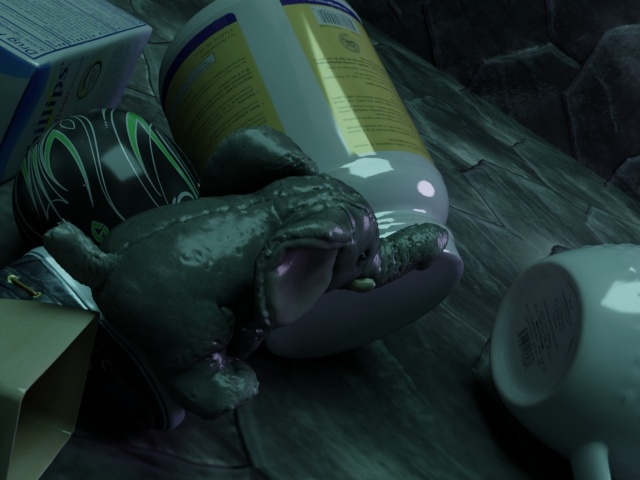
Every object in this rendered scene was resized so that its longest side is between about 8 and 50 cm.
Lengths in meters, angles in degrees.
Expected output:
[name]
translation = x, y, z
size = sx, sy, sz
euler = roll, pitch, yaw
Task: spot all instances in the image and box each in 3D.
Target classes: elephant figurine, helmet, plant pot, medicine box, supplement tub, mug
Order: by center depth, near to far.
[plant pot]
translation = -0.217, 0.097, 0.536
size = 0.096, 0.109, 0.109
euler = 19, 24, 2
[elephant figurine]
translation = -0.034, 0.002, 0.612
size = 0.169, 0.239, 0.186
euler = 54, -1, 3
[helmet]
translation = -0.188, -0.036, 0.737
size = 0.162, 0.169, 0.169
euler = 54, 25, 0
[supplement tub]
translation = -0.014, -0.072, 0.860
size = 0.241, 0.241, 0.331
euler = 6, 53, -45
[medicine box]
translation = -0.372, -0.218, 0.902
size = 0.263, 0.149, 0.289
euler = 31, 24, -1
[mug]
translation = 0.368, 0.182, 0.904
size = 0.328, 0.276, 0.374
euler = 16, 58, -19

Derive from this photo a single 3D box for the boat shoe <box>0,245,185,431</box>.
[boat shoe]
translation = -0.191, 0.091, 0.635
size = 0.183, 0.065, 0.083
euler = 45, 48, 10
